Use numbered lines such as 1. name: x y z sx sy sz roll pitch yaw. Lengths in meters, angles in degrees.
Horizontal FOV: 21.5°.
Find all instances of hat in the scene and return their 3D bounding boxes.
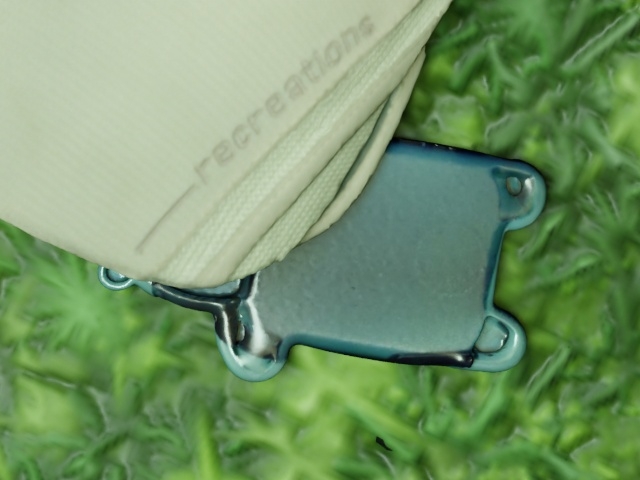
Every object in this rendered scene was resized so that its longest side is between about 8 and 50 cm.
1. hat: -0.035 -0.118 0.456 0.219 0.164 0.226 30 56 -8

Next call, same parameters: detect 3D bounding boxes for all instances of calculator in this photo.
1. calculator: 0.000 0.000 0.530 0.141 0.019 0.094 8 89 -8
